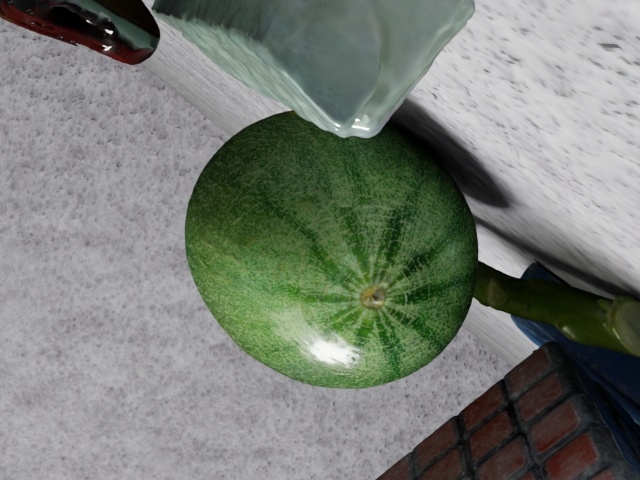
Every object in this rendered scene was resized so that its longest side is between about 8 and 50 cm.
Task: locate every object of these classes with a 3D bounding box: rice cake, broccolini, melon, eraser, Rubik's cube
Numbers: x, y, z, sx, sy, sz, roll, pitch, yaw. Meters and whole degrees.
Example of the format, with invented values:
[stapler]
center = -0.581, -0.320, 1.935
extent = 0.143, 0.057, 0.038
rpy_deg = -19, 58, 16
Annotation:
[rice cake]
center = -0.011, -0.091, 0.435
extent = 0.063, 0.069, 0.206
rpy_deg = 39, -178, -25
[broccolini]
center = 0.117, 0.005, 0.833
extent = 0.074, 0.079, 0.392
rpy_deg = 50, 167, -21
[melon]
center = 0.000, 0.000, 0.760
extent = 0.182, 0.182, 0.288
rpy_deg = 39, 177, -23
[eraser]
center = 0.275, 0.134, 0.850
extent = 0.312, 0.042, 0.144
rpy_deg = 38, 178, 20
[Rubik's cube]
center = 0.161, 0.254, 0.755
extent = 0.237, 0.238, 0.237
rpy_deg = 47, -166, -12

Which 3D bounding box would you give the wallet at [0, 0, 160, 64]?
[wallet]
center = -0.151, -0.178, 0.453
extent = 0.255, 0.031, 0.137
rpy_deg = 57, -173, 12
